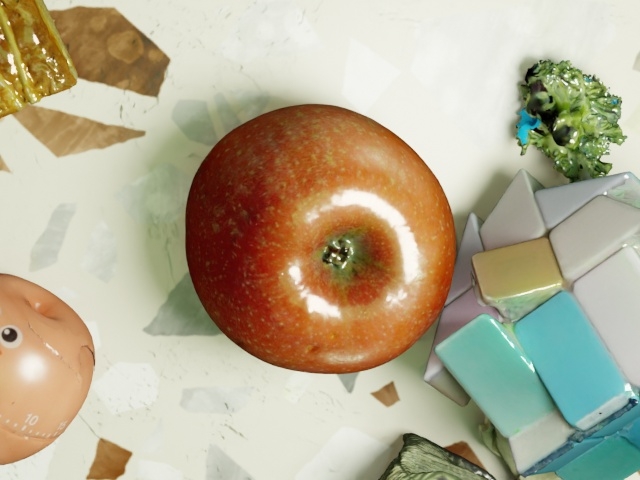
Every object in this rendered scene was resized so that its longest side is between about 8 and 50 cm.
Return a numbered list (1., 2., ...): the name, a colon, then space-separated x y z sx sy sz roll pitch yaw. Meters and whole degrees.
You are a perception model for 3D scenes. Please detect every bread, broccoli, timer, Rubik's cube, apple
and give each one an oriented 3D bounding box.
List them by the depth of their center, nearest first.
1. bread: -0.436 -0.282 1.709 0.185 0.114 0.274 -25 102 -4
2. timer: -0.403 0.159 1.743 0.230 0.229 0.215 38 94 -14
3. apple: 0.000 0.000 1.748 0.349 0.277 0.348 -2 102 -9
4. Rubik's cube: 0.349 0.107 1.769 0.387 0.368 0.358 -37 127 22
5. broccoli: 0.325 -0.151 1.830 0.155 0.160 0.167 13 103 17

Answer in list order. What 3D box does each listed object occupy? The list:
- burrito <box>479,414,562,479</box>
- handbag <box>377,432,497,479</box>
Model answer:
1. burrito: 0.348 0.382 1.971 0.392 0.076 0.117 55 48 -13
2. handbag: 0.173 0.431 1.883 0.341 0.240 0.247 41 90 -15
